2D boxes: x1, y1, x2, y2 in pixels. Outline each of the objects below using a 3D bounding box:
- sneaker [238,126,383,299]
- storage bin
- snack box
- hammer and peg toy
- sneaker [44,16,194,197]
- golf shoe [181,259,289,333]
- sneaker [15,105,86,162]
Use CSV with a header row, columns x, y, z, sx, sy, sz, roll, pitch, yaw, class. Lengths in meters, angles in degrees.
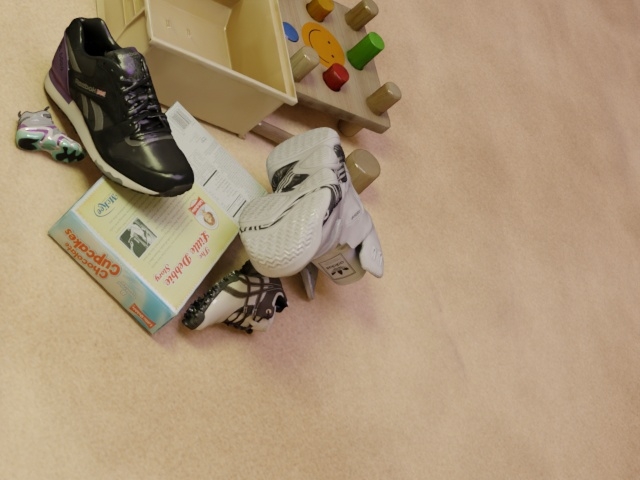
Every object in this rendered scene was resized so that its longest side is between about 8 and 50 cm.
x,y,z,sx,sy,sz,roll,pitch,yaw,class
0.000,0.000,1.842,0.366,0.137,0.210,-78,146,-62,sneaker
-0.188,-0.316,1.982,0.262,0.123,0.260,19,48,-38,storage bin
-0.206,-0.039,1.782,0.187,0.060,0.322,45,36,-9,snack box
0.003,-0.267,2.153,0.266,0.127,0.361,18,48,-39,hammer and peg toy
-0.255,-0.176,1.714,0.107,0.124,0.283,-19,55,-43,sneaker
-0.103,0.086,1.780,0.094,0.077,0.198,54,36,1,golf shoe
-0.346,-0.143,1.729,0.098,0.038,0.069,20,48,-38,sneaker
